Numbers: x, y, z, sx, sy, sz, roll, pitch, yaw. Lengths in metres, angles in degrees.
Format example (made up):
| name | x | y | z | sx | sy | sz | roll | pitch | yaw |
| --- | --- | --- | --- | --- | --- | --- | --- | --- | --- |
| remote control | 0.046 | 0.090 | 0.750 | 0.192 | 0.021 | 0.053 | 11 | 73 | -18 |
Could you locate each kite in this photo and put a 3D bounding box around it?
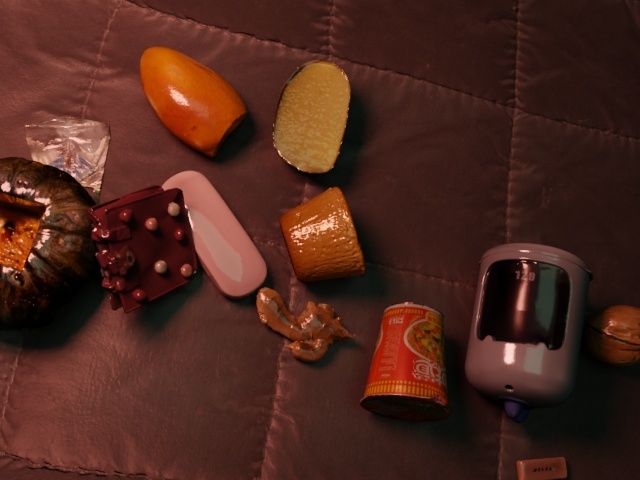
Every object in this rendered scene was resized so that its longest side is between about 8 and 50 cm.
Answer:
| name | x | y | z | sx | sy | sz | roll | pitch | yaw |
| --- | --- | --- | --- | --- | --- | --- | --- | --- | --- |
| kite | -0.507 | -0.119 | 1.402 | 0.169 | 0.015 | 0.310 | -9 | 76 | -18 |

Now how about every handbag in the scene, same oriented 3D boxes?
| name | x | y | z | sx | sy | sz | roll | pitch | yaw |
| --- | --- | --- | --- | --- | --- | --- | --- | --- | --- |
| handbag | -0.333 | 0.010 | 1.289 | 0.216 | 0.074 | 0.203 | -32 | 119 | -55 |

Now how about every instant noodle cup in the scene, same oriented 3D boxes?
| name | x | y | z | sx | sy | sz | roll | pitch | yaw |
| --- | --- | --- | --- | --- | --- | --- | --- | --- | --- |
| instant noodle cup | 0.187 | 0.249 | 1.408 | 0.193 | 0.193 | 0.212 | 16 | 62 | -11 |

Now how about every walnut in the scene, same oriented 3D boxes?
| name | x | y | z | sx | sy | sz | roll | pitch | yaw |
| --- | --- | --- | --- | --- | --- | --- | --- | --- | --- |
| walnut | 0.700 | 0.222 | 1.582 | 0.180 | 0.144 | 0.144 | 10 | 71 | -22 |

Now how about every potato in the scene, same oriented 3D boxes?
| name | x | y | z | sx | sy | sz | roll | pitch | yaw |
| --- | --- | --- | --- | --- | --- | --- | --- | --- | --- |
| potato | -0.020 | -0.270 | 1.539 | 0.160 | 0.111 | 0.271 | 9 | 78 | 1 |

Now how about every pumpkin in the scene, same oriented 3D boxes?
| name | x | y | z | sx | sy | sz | roll | pitch | yaw |
| --- | --- | --- | --- | --- | --- | --- | --- | --- | --- |
| pumpkin | -0.565 | -0.002 | 1.243 | 0.320 | 0.192 | 0.320 | 1 | 75 | -5 |

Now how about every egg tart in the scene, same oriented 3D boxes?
| name | x | y | z | sx | sy | sz | roll | pitch | yaw |
| --- | --- | --- | --- | --- | --- | --- | --- | --- | --- |
| egg tart | 0.000 | 0.000 | 1.430 | 0.147 | 0.202 | 0.202 | -18 | 78 | -3 |

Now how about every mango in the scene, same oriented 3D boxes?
| name | x | y | z | sx | sy | sz | roll | pitch | yaw |
| --- | --- | --- | --- | --- | --- | --- | --- | --- | --- |
| mango | -0.289 | -0.316 | 1.462 | 0.257 | 0.138 | 0.187 | 38 | 55 | -9 |

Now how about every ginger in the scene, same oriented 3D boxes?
| name | x | y | z | sx | sy | sz | roll | pitch | yaw |
| --- | --- | --- | --- | --- | --- | --- | --- | --- | --- |
| ginger | -0.040 | 0.166 | 1.428 | 0.133 | 0.059 | 0.214 | -43 | 87 | -15 |

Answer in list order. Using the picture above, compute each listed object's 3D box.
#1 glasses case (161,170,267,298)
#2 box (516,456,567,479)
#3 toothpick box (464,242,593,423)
| name | x | y | z | sx | sy | sz | roll | pitch | yaw |
| --- | --- | --- | --- | --- | --- | --- | --- | --- | --- |
| glasses case | -0.225 | -0.013 | 1.418 | 0.113 | 0.075 | 0.297 | -33 | 84 | -22 |
| box | 0.489 | 0.505 | 1.490 | 0.115 | 0.025 | 0.048 | 1 | 71 | -15 |
| toothpick box | 0.445 | 0.212 | 1.467 | 0.263 | 0.263 | 0.354 | 19 | 70 | -10 |
